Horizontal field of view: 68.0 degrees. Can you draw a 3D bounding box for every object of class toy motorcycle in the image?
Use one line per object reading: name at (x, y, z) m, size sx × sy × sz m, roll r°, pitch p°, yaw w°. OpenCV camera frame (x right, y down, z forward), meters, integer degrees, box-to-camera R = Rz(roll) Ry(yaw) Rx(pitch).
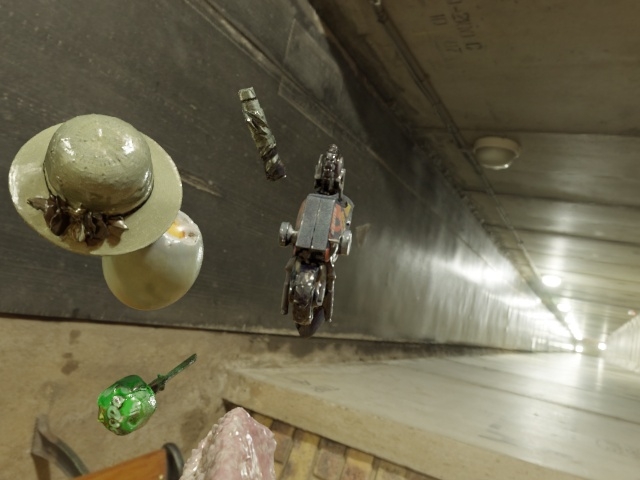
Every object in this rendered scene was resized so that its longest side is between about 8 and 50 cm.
toy motorcycle at (0.000, 0.000, 0.790) m, size 0.173 × 0.108 × 0.308 m, roll 81°, pitch 20°, yaw -69°

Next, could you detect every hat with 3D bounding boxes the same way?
hat at (-0.334, -0.115, 0.723) m, size 0.257 × 0.130 × 0.257 m, roll 10°, pitch 62°, yaw -20°

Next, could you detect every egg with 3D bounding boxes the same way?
egg at (-0.332, 0.042, 0.929) m, size 0.217 × 0.183 × 0.183 m, roll -53°, pitch 156°, yaw 22°

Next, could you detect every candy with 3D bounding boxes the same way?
candy at (-0.309, 0.275, 0.922) m, size 0.323 × 0.097 × 0.097 m, roll -20°, pitch 115°, yaw -78°

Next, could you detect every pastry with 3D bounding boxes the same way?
pastry at (-0.087, 0.262, 0.398) m, size 0.103 × 0.112 × 0.265 m, roll 60°, pitch 1°, yaw -19°

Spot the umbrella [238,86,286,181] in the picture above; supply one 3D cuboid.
umbrella at (-0.114, -0.207, 0.939) m, size 0.050 × 0.046 × 0.188 m, roll -98°, pitch 171°, yaw -70°
